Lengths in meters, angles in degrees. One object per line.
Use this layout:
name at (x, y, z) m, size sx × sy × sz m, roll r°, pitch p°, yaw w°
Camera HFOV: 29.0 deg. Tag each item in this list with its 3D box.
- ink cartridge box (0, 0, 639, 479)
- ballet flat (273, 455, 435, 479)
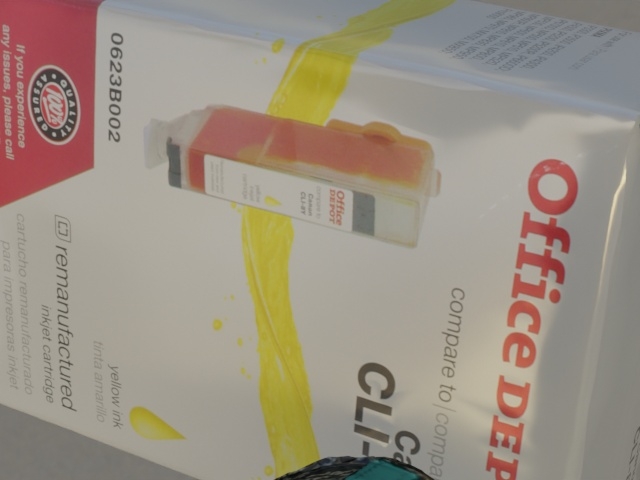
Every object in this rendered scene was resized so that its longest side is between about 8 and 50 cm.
ink cartridge box at (0.000, 0.000, 0.711) m, size 0.384 × 0.279 × 0.160 m, roll 15°, pitch 26°, yaw 24°
ballet flat at (-0.058, 0.293, 0.334) m, size 0.164 × 0.182 × 0.483 m, roll 15°, pitch 85°, yaw 16°
